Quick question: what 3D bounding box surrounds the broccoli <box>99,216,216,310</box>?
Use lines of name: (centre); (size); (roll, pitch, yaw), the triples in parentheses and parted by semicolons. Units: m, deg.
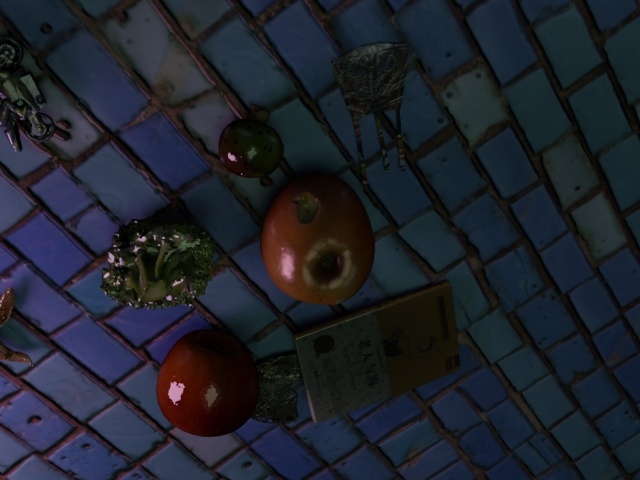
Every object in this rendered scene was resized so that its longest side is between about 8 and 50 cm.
broccoli: (-0.317, 0.047, 1.486); (0.226, 0.176, 0.198); (-29, 119, -16)

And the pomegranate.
pomegranate: (-0.132, -0.178, 1.449); (0.130, 0.130, 0.130); (-7, 120, -12)

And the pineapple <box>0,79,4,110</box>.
pineapple: (-0.662, -0.213, 1.128); (0.352, 0.300, 0.352); (-1, 94, -10)

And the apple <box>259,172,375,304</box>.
apple: (0.000, 0.000, 1.506); (0.242, 0.241, 0.242); (-6, 121, -9)

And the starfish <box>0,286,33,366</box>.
starfish: (-0.689, 0.176, 1.517); (0.277, 0.062, 0.235); (24, 109, -24)

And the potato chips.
potato chips: (-0.093, 0.344, 1.802); (0.202, 0.029, 0.220); (29, 108, -27)

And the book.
book: (0.141, 0.262, 1.799); (0.389, 0.032, 0.269); (-19, 121, -11)

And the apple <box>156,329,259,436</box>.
apple: (-0.238, 0.303, 1.629); (0.218, 0.218, 0.201); (13, 108, -22)

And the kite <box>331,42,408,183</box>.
kite: (0.111, -0.250, 1.531); (0.152, 0.015, 0.285); (-12, 119, -6)

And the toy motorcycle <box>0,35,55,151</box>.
toy motorcycle: (-0.541, -0.245, 1.318); (0.124, 0.061, 0.193); (-21, 117, -11)
